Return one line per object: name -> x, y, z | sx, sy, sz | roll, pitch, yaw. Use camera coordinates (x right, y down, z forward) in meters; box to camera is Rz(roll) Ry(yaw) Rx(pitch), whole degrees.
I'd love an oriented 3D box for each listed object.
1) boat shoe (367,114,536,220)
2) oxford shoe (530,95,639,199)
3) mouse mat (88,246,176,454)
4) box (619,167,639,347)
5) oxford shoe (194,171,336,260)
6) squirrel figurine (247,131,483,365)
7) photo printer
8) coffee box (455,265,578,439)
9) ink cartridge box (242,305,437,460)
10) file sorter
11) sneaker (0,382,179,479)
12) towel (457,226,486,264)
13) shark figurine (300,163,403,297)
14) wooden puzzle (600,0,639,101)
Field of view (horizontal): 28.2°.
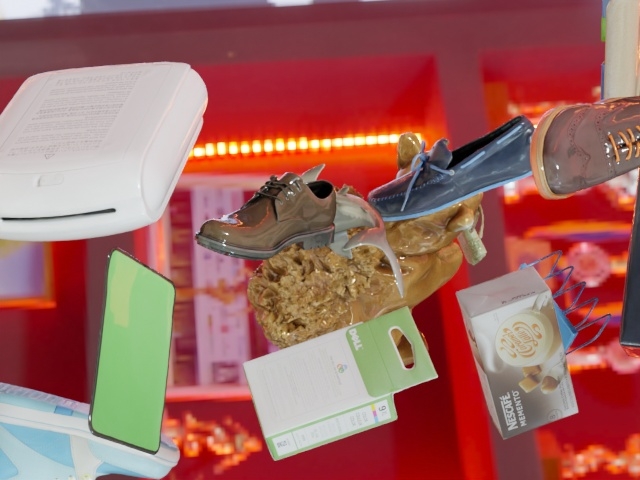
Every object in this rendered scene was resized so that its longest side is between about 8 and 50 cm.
boat shoe -> 0.181, -0.109, 1.782 | 0.109, 0.258, 0.089 | -105, 171, -65
oxford shoe -> 0.321, -0.114, 1.407 | 0.271, 0.098, 0.097 | -29, 107, -47
mouse mat -> -0.189, 0.115, 1.293 | 0.152, 0.007, 0.190 | 43, 47, -64
box -> 0.751, 0.001, 2.444 | 0.480, 0.297, 0.472 | 28, 68, -72
oxford shoe -> -0.063, -0.034, 1.486 | 0.227, 0.082, 0.096 | -17, 123, -53
squirrel figurine -> 0.081, 0.012, 2.025 | 0.370, 0.397, 0.281 | -47, -118, 40
photo printer -> -0.294, -0.108, 1.585 | 0.308, 0.255, 0.107 | -77, 160, -55
coffee box -> 0.325, 0.186, 2.101 | 0.098, 0.141, 0.247 | -114, -174, -64
ink cartridge box -> 0.024, 0.167, 1.485 | 0.062, 0.209, 0.109 | 73, -3, -51
file sorter -> 0.456, 0.122, 2.432 | 0.170, 0.104, 0.118 | 55, -24, 24
sneaker -> -0.356, 0.314, 1.667 | 0.127, 0.318, 0.208 | 54, 51, -85
towel -> 0.265, -0.010, 2.305 | 0.148, 0.027, 0.110 | 68, -2, -84
shark figurine -> 0.027, -0.009, 1.662 | 0.166, 0.278, 0.116 | -48, 126, -31
wooden puzzle -> 0.507, -0.357, 2.012 | 0.348, 0.080, 0.322 | -55, 149, -34
